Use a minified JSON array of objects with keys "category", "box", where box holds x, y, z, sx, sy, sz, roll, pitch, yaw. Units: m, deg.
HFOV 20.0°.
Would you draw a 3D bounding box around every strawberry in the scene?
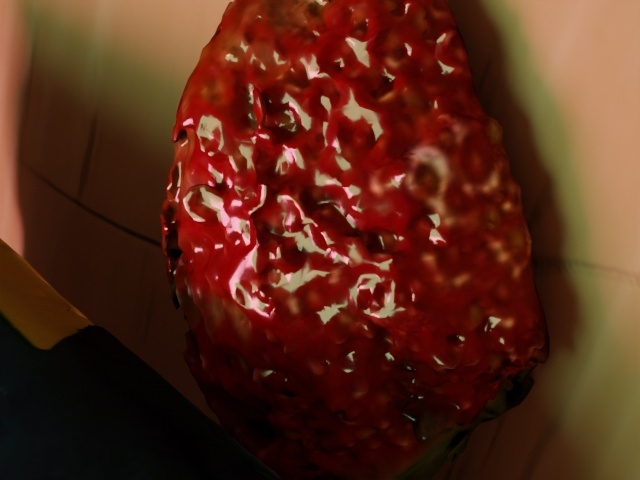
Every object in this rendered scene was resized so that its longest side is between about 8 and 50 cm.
[{"category":"strawberry","box":[0.001,0.004,0.553,0.140,0.085,0.192,52,147,33]}]

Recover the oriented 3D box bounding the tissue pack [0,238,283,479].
[{"category":"tissue pack","box":[-0.160,0.135,0.643,0.416,0.264,0.253,37,166,48]}]
